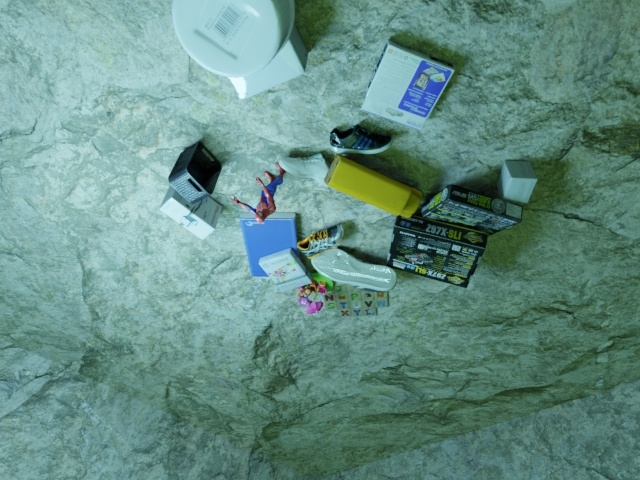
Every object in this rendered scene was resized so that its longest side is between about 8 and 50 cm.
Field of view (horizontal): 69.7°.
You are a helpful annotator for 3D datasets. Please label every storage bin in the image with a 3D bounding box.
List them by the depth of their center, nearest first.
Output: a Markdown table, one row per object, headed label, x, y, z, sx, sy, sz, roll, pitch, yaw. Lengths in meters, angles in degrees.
| label | x | y | z | sx | sy | sz | roll | pitch | yaw |
| --- | --- | --- | --- | --- | --- | --- | --- | --- | --- |
| storage bin | -0.409 | -0.223 | 1.514 | 0.084 | 0.180 | 0.122 | -22 | 127 | 24 |

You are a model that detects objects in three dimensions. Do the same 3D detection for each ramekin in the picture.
| label | x | y | z | sx | sy | sz | roll | pitch | yaw |
| --- | --- | --- | --- | --- | --- | --- | --- | --- | --- |
| ramekin | -0.202 | -0.517 | 1.057 | 0.276 | 0.135 | 0.277 | 3 | 132 | 3 |

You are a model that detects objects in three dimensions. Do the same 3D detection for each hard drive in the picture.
| label | x | y | z | sx | sy | sz | roll | pitch | yaw |
| --- | --- | --- | --- | --- | --- | --- | --- | --- | --- |
| hard drive | -0.192 | 0.024 | 1.822 | 0.210 | 0.040 | 0.319 | 1 | 133 | 4 |

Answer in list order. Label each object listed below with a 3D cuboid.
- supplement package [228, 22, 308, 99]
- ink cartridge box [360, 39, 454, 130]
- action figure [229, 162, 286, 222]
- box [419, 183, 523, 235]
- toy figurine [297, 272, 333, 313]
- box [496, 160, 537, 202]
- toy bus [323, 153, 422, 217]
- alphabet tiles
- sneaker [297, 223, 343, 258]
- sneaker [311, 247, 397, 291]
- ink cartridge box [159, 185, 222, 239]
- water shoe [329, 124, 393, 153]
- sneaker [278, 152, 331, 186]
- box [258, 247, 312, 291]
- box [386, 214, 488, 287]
| label | x | y | z | sx | sy | sz | roll | pitch | yaw |
| --- | --- | --- | --- | --- | --- | --- | --- | --- | --- |
| supplement package | -0.179 | -0.549 | 1.216 | 0.203 | 0.145 | 0.262 | -16 | 130 | 19 |
| ink cartridge box | 0.248 | -0.448 | 1.345 | 0.206 | 0.045 | 0.208 | 17 | 131 | -11 |
| action figure | -0.196 | -0.169 | 1.478 | 0.091 | 0.281 | 0.139 | -33 | 123 | 29 |
| box | 0.510 | -0.096 | 1.576 | 0.269 | 0.060 | 0.216 | 15 | 164 | -9 |
| toy figurine | -0.043 | 0.229 | 1.911 | 0.173 | 0.159 | 0.130 | 12 | 135 | 2 |
| box | 0.643 | -0.194 | 1.512 | 0.087 | 0.102 | 0.101 | 2 | 135 | 1 |
| toy bus | 0.183 | -0.174 | 1.524 | 0.332 | 0.130 | 0.108 | 22 | 102 | -15 |
| alphabet tiles | 0.148 | 0.224 | 2.003 | 0.284 | 0.011 | 0.343 | -4 | 132 | 8 |
| sneaker | 0.000 | 0.000 | 1.748 | 0.214 | 0.084 | 0.083 | -34 | 134 | 31 |
| sneaker | 0.130 | 0.131 | 1.840 | 0.349 | 0.131 | 0.148 | 20 | 166 | 10 |
| ink cartridge box | -0.460 | -0.117 | 1.645 | 0.082 | 0.140 | 0.190 | -35 | 123 | 29 |
| water shoe | 0.129 | -0.322 | 1.454 | 0.203 | 0.073 | 0.080 | -4 | 130 | 7 |
| sneaker | -0.031 | -0.255 | 1.538 | 0.212 | 0.080 | 0.094 | 15 | 121 | -19 |
| box | -0.138 | 0.121 | 1.855 | 0.145 | 0.038 | 0.186 | -18 | 128 | 20 |
| box | 0.415 | 0.039 | 1.687 | 0.321 | 0.079 | 0.257 | 15 | 145 | 12 |
